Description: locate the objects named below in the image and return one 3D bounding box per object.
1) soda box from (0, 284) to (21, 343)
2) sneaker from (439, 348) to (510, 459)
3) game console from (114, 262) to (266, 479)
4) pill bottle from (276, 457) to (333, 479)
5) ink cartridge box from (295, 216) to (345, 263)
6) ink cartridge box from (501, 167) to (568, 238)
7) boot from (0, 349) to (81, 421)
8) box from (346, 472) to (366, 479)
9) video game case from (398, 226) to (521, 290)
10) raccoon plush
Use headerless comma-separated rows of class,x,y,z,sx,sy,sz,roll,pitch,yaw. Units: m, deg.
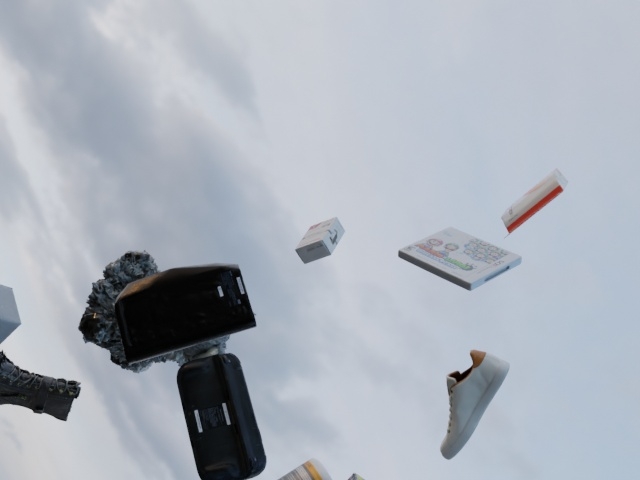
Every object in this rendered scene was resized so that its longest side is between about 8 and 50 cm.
soda box,-0.687,0.108,1.395,0.286,0.091,0.098,30,24,-51
sneaker,0.344,0.394,1.914,0.123,0.106,0.290,27,-78,8
game console,-0.191,0.205,1.226,0.044,0.213,0.361,91,-18,-64
pill bottle,-0.088,0.642,1.810,0.162,0.278,0.162,56,-14,22
ink cartridge box,0.000,0.000,2.237,0.099,0.135,0.056,-19,-68,32
ink cartridge box,0.430,-0.077,1.597,0.145,0.179,0.045,-42,-98,25
boot,-0.653,0.309,1.753,0.263,0.229,0.091,115,-16,-44
box,0.161,0.642,1.766,0.233,0.044,0.159,38,9,-16
video game case,0.237,0.028,1.333,0.157,0.143,0.019,26,-54,41
raccoon plush,-0.282,0.188,1.596,0.299,0.216,0.446,22,-18,11
